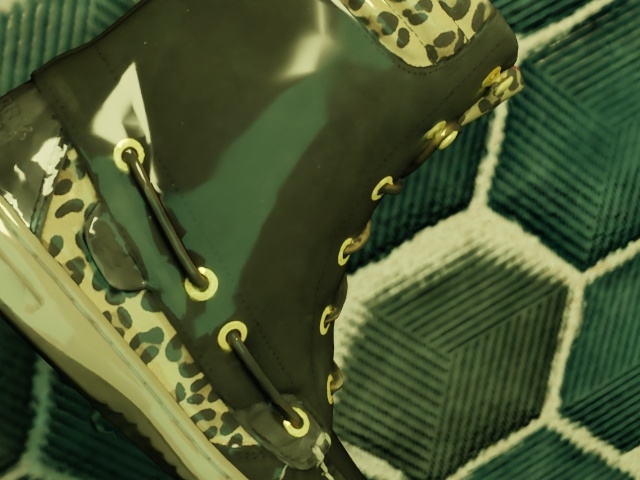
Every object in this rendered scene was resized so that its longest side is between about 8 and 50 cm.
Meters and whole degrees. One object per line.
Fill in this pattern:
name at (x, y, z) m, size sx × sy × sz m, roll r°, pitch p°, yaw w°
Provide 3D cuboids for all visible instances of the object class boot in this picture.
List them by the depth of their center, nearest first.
boot at (0.000, 0.000, 0.851) m, size 0.284 × 0.138 × 0.377 m, roll -46°, pitch 117°, yaw -4°
